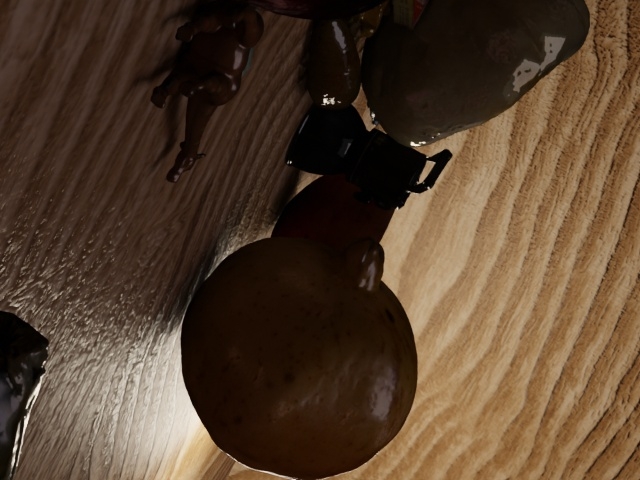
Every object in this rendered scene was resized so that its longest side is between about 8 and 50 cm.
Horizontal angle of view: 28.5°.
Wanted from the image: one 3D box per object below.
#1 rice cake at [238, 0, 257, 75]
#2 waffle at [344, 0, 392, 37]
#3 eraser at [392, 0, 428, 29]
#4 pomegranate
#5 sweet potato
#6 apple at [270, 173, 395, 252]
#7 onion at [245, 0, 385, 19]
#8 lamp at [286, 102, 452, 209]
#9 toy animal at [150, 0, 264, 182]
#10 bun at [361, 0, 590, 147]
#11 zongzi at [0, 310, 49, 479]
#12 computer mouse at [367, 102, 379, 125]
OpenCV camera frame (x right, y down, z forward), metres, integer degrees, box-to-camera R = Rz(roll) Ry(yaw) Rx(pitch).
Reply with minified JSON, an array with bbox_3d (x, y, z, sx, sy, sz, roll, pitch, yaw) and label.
[{"bbox_3d":[-0.084,-0.223,1.332,0.171,0.029,0.033,108,9,-65],"label":"rice cake"},{"bbox_3d":[0.089,-0.408,1.618,0.260,0.069,0.293,-63,173,-5],"label":"waffle"},{"bbox_3d":[0.144,-0.386,1.658,0.157,0.038,0.230,-62,172,-6],"label":"eraser"},{"bbox_3d":[-0.020,0.159,1.926,0.410,0.410,0.410,-58,172,-12],"label":"pomegranate"},{"bbox_3d":[0.025,-0.240,1.805,0.346,0.079,0.108,23,86,-86],"label":"sweet potato"},{"bbox_3d":[0.000,0.000,2.182,0.293,0.163,0.251,-59,-175,43],"label":"apple"},{"bbox_3d":[0.042,-0.313,1.017,0.314,0.232,0.314,-59,171,-15],"label":"onion"},{"bbox_3d":[0.077,-0.125,2.010,0.147,0.227,0.172,-55,172,-31],"label":"lamp"},{"bbox_3d":[-0.120,-0.146,1.264,0.224,0.066,0.230,-61,178,11],"label":"toy animal"},{"bbox_3d":[0.216,-0.310,1.883,0.365,0.219,0.365,-28,-163,9],"label":"bun"},{"bbox_3d":[-0.310,0.167,1.071,0.288,0.134,0.286,-92,-154,-79],"label":"zongzi"},{"bbox_3d":[0.176,-0.368,2.161,0.374,0.114,0.203,-51,175,-4],"label":"computer mouse"}]
